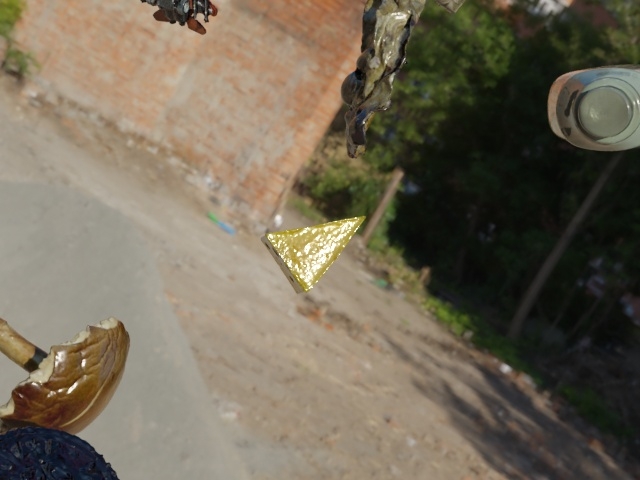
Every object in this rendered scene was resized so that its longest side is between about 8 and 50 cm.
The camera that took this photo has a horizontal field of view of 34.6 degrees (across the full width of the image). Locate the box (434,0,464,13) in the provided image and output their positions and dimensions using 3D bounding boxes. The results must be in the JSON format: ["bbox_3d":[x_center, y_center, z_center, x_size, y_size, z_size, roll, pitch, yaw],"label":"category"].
[{"bbox_3d":[0.134,-0.310,1.180,0.098,0.062,0.045,27,19,-41],"label":"box"}]

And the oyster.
[{"bbox_3d":[0.104,-0.317,1.795,0.096,0.361,0.221,19,-2,-10],"label":"oyster"}]

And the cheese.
[{"bbox_3d":[0.000,0.000,1.858,0.126,0.171,0.093,57,-10,-1],"label":"cheese"}]

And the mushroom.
[{"bbox_3d":[-0.413,0.153,1.437,0.301,0.233,0.208,47,-15,-22],"label":"mushroom"}]

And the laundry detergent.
[{"bbox_3d":[0.438,-0.188,1.449,0.264,0.124,0.398,4,9,20],"label":"laundry detergent"}]

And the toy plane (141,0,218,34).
[{"bbox_3d":[-0.207,-0.363,1.423,0.130,0.061,0.189,20,-25,14],"label":"toy plane"}]

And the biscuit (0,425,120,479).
[{"bbox_3d":[-0.314,0.285,1.146,0.195,0.053,0.194,21,29,-12],"label":"biscuit"}]
